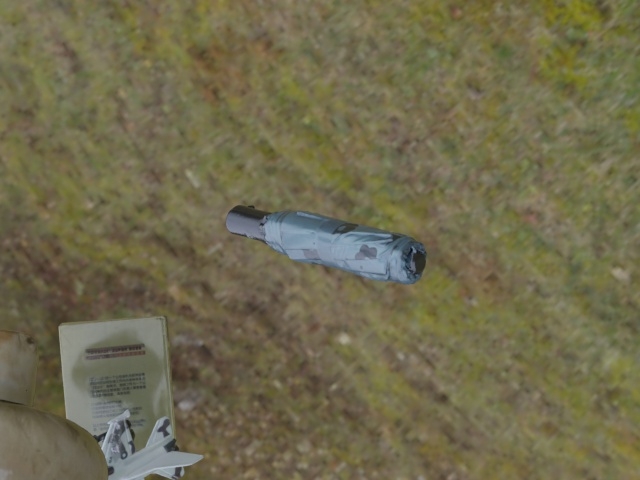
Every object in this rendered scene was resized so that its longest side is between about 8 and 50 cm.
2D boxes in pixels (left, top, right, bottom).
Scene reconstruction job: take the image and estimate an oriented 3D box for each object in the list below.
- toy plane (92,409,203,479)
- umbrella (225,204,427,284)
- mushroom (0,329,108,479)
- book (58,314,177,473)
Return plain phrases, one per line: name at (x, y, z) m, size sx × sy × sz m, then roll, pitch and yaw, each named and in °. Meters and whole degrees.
toy plane at (-0.263, 0.294, 1.641) m, size 0.082 × 0.234 × 0.160 m, roll 40°, pitch 146°, yaw 58°
umbrella at (-0.001, 0.001, 1.327) m, size 0.250 × 0.053 × 0.052 m, roll 14°, pitch 95°, yaw 39°
mushroom at (-0.276, 0.167, 1.100) m, size 0.204 × 0.204 × 0.204 m, roll 28°, pitch 137°, yaw 29°
book at (-0.297, 0.230, 1.950) m, size 0.026 × 0.161 × 0.231 m, roll 152°, pitch 114°, yaw -85°
